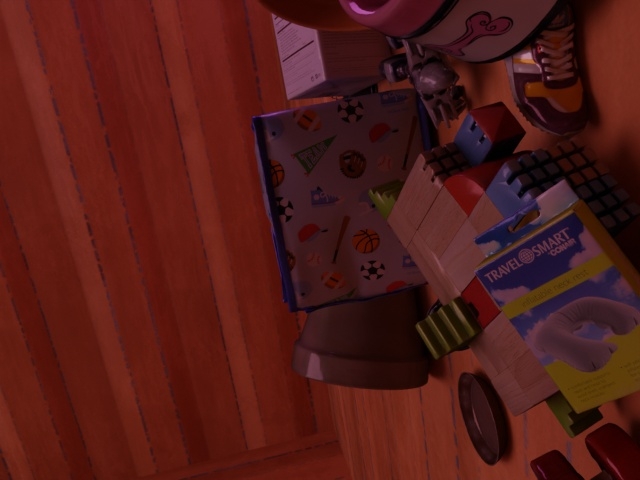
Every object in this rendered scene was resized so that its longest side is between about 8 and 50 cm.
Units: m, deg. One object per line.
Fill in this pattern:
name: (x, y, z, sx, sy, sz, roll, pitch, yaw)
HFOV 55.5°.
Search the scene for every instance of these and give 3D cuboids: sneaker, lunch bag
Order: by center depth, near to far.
sneaker: (0.239, -0.201, 0.648, 0.084, 0.070, 0.185, 96, 159, -67)
lunch bag: (0.053, -0.070, 1.185, 0.239, 0.328, 0.385, -132, 30, -83)

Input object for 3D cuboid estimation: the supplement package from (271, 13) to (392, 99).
supplement package: (0.015, -0.466, 1.287, 0.175, 0.178, 0.292, -4, 97, 61)

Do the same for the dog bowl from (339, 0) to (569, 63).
dog bowl: (0.122, -0.396, 0.631, 0.408, 0.150, 0.407, 176, 90, -71)

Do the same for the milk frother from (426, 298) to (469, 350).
milk frother: (0.252, 0.116, 0.930, 0.143, 0.129, 0.135, 51, -152, 3)

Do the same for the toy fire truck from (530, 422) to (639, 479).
toy fire truck: (0.325, 0.362, 0.620, 0.254, 0.169, 0.302, 56, -178, -23)

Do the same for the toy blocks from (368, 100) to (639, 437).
toy blocks: (0.216, 0.005, 0.652, 0.381, 0.191, 0.261, 59, 156, 23)

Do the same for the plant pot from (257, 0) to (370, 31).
plant pot: (0.031, -0.514, 1.027, 0.291, 0.291, 0.203, 131, 145, -80)

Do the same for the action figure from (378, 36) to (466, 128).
action figure: (0.158, -0.281, 0.937, 0.285, 0.099, 0.185, -106, 0, -60)

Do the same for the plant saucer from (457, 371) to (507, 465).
plant saucer: (0.296, 0.320, 1.107, 0.168, 0.029, 0.168, 169, 90, -81)

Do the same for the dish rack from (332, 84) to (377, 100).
dish rack: (0.064, -0.454, 1.508, 0.208, 0.074, 0.271, 153, 107, -80)

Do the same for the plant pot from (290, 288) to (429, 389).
plant pot: (0.101, 0.174, 1.421, 0.323, 0.323, 0.280, -174, 88, -81)

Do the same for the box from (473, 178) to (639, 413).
box: (0.219, 0.050, 0.528, 0.109, 0.042, 0.178, -39, 85, 36)
